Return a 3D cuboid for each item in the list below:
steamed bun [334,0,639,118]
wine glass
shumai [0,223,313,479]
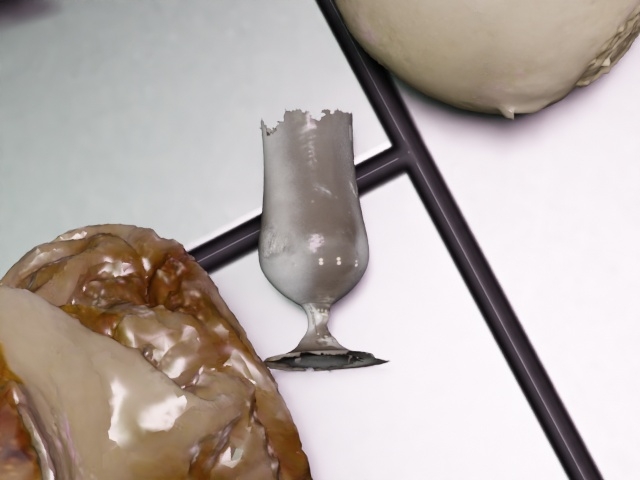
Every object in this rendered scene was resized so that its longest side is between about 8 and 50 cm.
[{"bbox_3d":[0.058,-0.107,0.560,0.112,0.091,0.130,37,86,10],"label":"steamed bun"},{"bbox_3d":[0.000,0.000,0.578,0.042,0.039,0.083,0,77,-11],"label":"wine glass"},{"bbox_3d":[-0.074,0.067,0.531,0.145,0.116,0.145,-1,82,5],"label":"shumai"}]
